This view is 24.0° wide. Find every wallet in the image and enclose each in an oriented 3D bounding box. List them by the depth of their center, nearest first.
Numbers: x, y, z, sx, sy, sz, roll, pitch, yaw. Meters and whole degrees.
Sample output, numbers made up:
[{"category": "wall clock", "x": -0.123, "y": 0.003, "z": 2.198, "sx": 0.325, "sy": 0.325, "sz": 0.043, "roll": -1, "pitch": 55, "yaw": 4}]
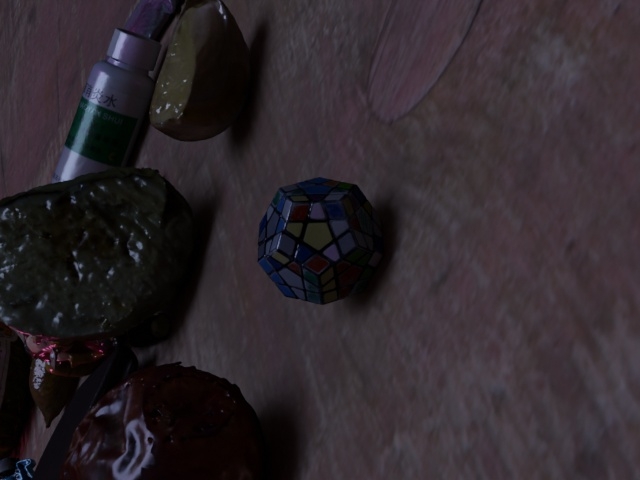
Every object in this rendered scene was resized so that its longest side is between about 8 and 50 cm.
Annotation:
[{"category": "wallet", "x": -0.282, "y": 0.228, "z": 1.777, "sx": 0.229, "sy": 0.049, "sz": 0.182, "roll": -34, "pitch": 32, "yaw": 63}]

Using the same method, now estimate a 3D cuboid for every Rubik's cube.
[{"category": "Rubik's cube", "x": 0.000, "y": 0.000, "z": 1.266, "sx": 0.111, "sy": 0.093, "sz": 0.111, "roll": -53, "pitch": 28, "yaw": 44}]

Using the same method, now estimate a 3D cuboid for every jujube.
[{"category": "jujube", "x": -0.141, "y": 0.220, "z": 1.343, "sx": 0.183, "sy": 0.183, "sz": 0.243, "roll": -95, "pitch": 24, "yaw": -43}]

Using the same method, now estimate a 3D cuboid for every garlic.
[{"category": "garlic", "x": -0.127, "y": -0.184, "z": 1.690, "sx": 0.087, "sy": 0.101, "sz": 0.196, "roll": -5, "pitch": 58, "yaw": 32}]

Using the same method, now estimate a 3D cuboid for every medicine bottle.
[{"category": "medicine bottle", "x": -0.293, "y": -0.160, "z": 2.072, "sx": 0.260, "sy": 0.095, "sz": 0.095, "roll": -68, "pitch": 23, "yaw": 8}]

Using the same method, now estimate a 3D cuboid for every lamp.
[{"category": "lamp", "x": -0.308, "y": 0.114, "z": 1.852, "sx": 0.253, "sy": 0.118, "sz": 0.118, "roll": -172, "pitch": 99, "yaw": -74}]

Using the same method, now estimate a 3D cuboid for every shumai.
[{"category": "shumai", "x": -0.263, "y": 0.016, "z": 1.743, "sx": 0.218, "sy": 0.255, "sz": 0.189, "roll": -112, "pitch": 13, "yaw": -88}]

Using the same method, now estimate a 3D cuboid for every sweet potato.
[{"category": "sweet potato", "x": -0.347, "y": 0.137, "z": 2.014, "sx": 0.068, "sy": 0.068, "sz": 0.226, "roll": -23, "pitch": 50, "yaw": 62}]

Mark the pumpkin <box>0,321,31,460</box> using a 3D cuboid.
[{"category": "pumpkin", "x": -0.542, "y": 0.237, "z": 2.223, "sx": 0.260, "sy": 0.189, "sz": 0.260, "roll": -50, "pitch": 31, "yaw": 45}]

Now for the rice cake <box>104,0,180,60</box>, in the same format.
[{"category": "rice cake", "x": -0.270, "y": -0.277, "z": 2.159, "sx": 0.290, "sy": 0.051, "sz": 0.081, "roll": -49, "pitch": 31, "yaw": 44}]

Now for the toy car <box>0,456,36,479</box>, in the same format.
[{"category": "toy car", "x": -0.413, "y": 0.355, "z": 1.995, "sx": 0.161, "sy": 0.098, "sz": 0.126, "roll": -32, "pitch": 67, "yaw": 18}]

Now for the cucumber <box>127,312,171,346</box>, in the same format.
[{"category": "cucumber", "x": -0.205, "y": 0.105, "z": 1.742, "sx": 0.135, "sy": 0.034, "sz": 0.033, "roll": -19, "pitch": 61, "yaw": 63}]

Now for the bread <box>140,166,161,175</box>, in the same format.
[{"category": "bread", "x": -0.225, "y": -0.030, "z": 1.887, "sx": 0.094, "sy": 0.035, "sz": 0.090, "roll": -63, "pitch": 24, "yaw": 19}]
